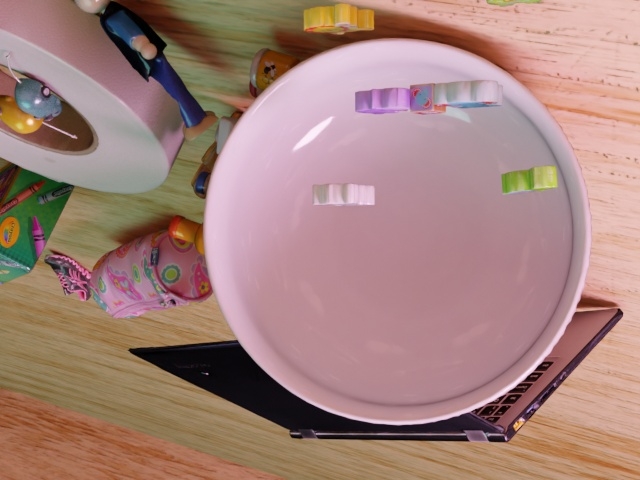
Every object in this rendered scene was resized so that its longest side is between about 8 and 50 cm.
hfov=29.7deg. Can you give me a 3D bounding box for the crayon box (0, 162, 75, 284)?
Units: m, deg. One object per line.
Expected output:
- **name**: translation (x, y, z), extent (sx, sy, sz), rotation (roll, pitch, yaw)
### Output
- **crayon box**: translation (-0.465, -0.025, 1.786), extent (0.081, 0.165, 0.278), rotation (31, 158, -22)

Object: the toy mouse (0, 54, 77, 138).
- **toy mouse**: translation (-0.341, -0.159, 1.314), extent (0.161, 0.031, 0.143), rotation (25, 159, -6)

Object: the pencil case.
- **pencil case**: translation (-0.254, 0.054, 1.837), extent (0.124, 0.124, 0.284), rotation (31, 159, -23)

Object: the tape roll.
- **tape roll**: translation (-0.340, -0.181, 1.407), extent (0.392, 0.072, 0.392), rotation (19, 160, 7)

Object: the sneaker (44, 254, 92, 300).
- **sneaker**: translation (-0.449, 0.068, 2.160), extent (0.047, 0.057, 0.119), rotation (1, 150, 49)

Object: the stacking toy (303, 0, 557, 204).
- **stacking toy**: translation (0.085, -0.116, 0.965), extent (0.221, 0.166, 0.052), rotation (-2, 179, 33)

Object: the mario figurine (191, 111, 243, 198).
- **mario figurine**: translation (0.000, 0.000, 1.358), extent (0.321, 0.170, 0.198), rotation (31, -167, -2)

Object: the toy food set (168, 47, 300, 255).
- **toy food set**: translation (-0.080, -0.096, 1.222), extent (0.105, 0.111, 0.232), rotation (18, 121, 15)

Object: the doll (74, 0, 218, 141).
- **doll**: translation (-0.174, -0.186, 1.201), extent (0.189, 0.046, 0.129), rotation (52, 179, -15)

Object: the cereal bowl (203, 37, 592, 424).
- **cereal bowl**: translation (0.074, -0.006, 1.095), extent (0.339, 0.338, 0.141), rotation (17, 180, 13)

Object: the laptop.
- **laptop**: translation (0.067, 0.112, 1.437), extent (0.382, 0.408, 0.236), rotation (-10, 112, 50)
